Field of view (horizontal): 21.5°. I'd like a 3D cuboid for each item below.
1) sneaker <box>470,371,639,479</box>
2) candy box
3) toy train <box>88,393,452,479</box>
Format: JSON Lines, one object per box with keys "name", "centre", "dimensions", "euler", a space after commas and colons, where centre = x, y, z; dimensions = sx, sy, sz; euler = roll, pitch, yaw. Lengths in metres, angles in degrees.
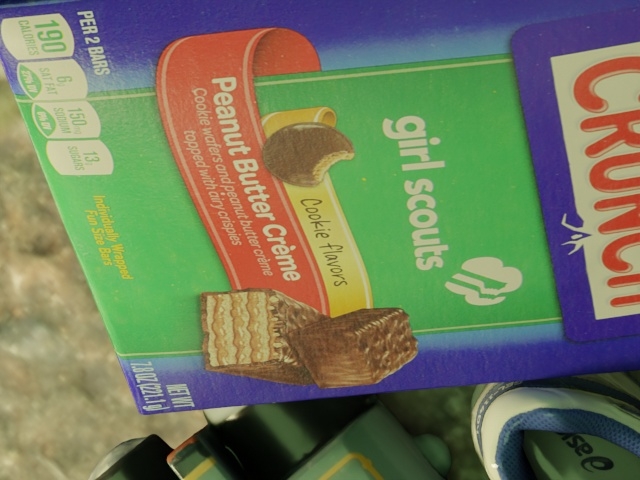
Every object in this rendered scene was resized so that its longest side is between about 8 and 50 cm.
{"name": "sneaker", "centre": [0.185, 0.172, 0.807], "dimensions": [0.296, 0.131, 0.112], "euler": [38, 102, 4]}
{"name": "candy box", "centre": [0.050, -0.054, 0.721], "dimensions": [0.317, 0.122, 0.268], "euler": [-6, 139, 5]}
{"name": "toy train", "centre": [0.032, 0.207, 0.850], "dimensions": [0.190, 0.142, 0.334], "euler": [-41, 85, 2]}
